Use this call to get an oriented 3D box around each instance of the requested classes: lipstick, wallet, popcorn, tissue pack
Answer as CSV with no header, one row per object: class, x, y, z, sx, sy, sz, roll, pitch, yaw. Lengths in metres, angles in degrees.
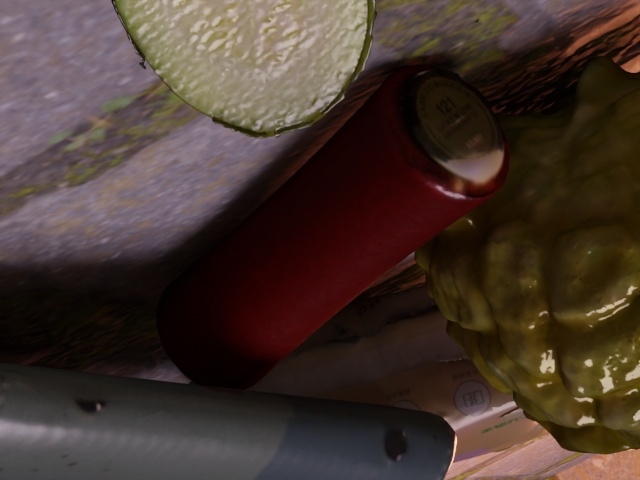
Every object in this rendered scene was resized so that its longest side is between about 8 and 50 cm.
lipstick,0.000,0.000,0.880,0.080,0.080,0.241,-11,159,-41
wallet,-0.124,0.132,0.953,0.252,0.083,0.360,-22,155,40
popcorn,0.174,0.020,0.934,0.206,0.237,0.251,-37,131,-3
tissue pack,0.045,0.114,1.232,0.256,0.123,0.215,-16,164,9

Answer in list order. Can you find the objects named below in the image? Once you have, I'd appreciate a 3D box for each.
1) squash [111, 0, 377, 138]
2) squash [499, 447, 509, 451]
squash,-0.017,-0.075,0.618,0.090,0.075,0.200,-51,166,-4
squash,0.150,0.135,1.510,0.101,0.101,0.379,-26,165,2
